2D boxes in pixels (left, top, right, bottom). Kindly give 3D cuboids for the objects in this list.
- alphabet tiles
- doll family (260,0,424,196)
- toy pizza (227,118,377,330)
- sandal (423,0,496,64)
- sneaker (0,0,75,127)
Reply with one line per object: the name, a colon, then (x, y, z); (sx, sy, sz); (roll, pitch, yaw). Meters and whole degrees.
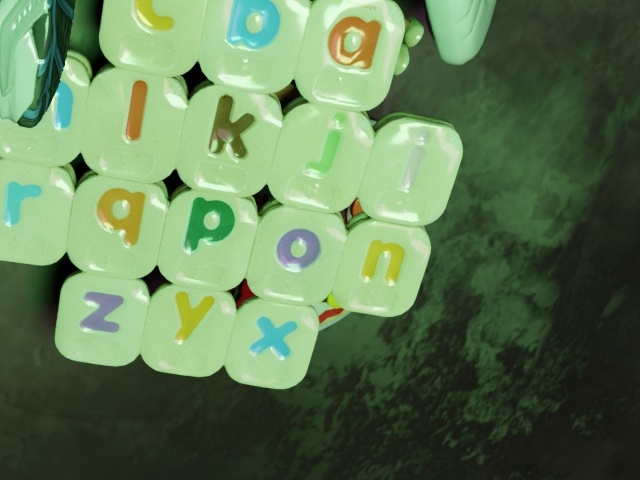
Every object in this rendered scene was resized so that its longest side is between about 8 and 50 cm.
alphabet tiles: (-0.063, -0.032, 0.651); (0.284, 0.021, 0.278); (9, 118, -10)
doll family: (-0.028, -0.099, 0.674); (0.111, 0.076, 0.193); (20, 106, -34)
toy pizza: (0.000, 0.000, 0.808); (0.201, 0.032, 0.201); (-20, 131, -25)
sandal: (0.049, -0.276, 0.583); (0.416, 0.102, 0.169); (74, 34, -53)
sneaker: (-0.160, -0.159, 0.519); (0.081, 0.080, 0.211); (14, 113, -6)
